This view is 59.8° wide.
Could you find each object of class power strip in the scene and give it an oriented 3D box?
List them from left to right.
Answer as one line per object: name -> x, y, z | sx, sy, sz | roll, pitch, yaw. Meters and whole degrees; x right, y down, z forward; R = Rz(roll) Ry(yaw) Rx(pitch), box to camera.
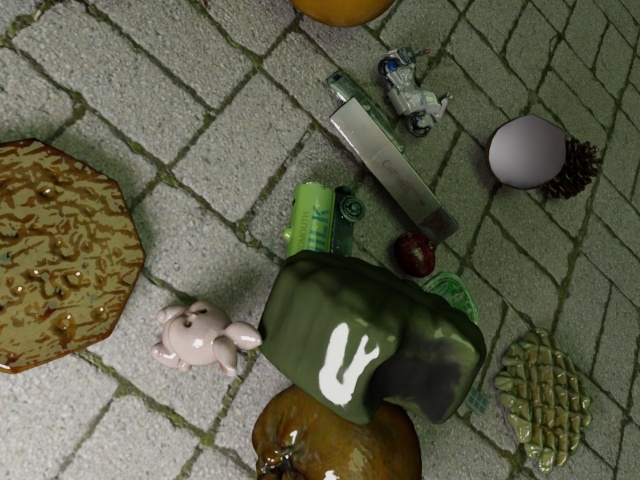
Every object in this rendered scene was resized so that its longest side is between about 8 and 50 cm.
power strip -> 0.340, 0.352, 1.242 | 0.090, 0.016, 0.040 | 43, 58, -14

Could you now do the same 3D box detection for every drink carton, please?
drink carton -> 0.220, 0.154, 1.152 | 0.144, 0.142, 0.146 | -29, 91, -32

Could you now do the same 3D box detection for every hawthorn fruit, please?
hawthorn fruit -> 0.043, 0.367, 0.914 | 0.300, 0.267, 0.268 | 14, 68, -32

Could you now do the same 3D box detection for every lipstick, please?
lipstick -> 0.164, -0.151, 1.233 | 0.371, 0.076, 0.080 | 48, 13, -11

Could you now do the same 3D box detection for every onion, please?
onion -> 0.211, 0.028, 1.216 | 0.107, 0.097, 0.107 | 32, 44, -36

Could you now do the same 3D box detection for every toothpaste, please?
toothpaste -> 0.114, -0.277, 1.276 | 0.069, 0.047, 0.268 | -44, 98, -15

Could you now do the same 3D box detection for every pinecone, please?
pinecone -> 0.694, -0.207, 1.546 | 0.162, 0.165, 0.163 | 11, 62, -22

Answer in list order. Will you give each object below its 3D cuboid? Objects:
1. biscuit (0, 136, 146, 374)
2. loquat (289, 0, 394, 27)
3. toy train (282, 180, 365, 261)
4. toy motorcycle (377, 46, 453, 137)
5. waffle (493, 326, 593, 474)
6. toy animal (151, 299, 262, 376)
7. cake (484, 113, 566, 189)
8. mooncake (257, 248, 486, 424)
biscuit -> -0.445, 0.015, 0.835 | 0.358, 0.046, 0.360 | 10, 70, -30
loquat -> 0.047, -0.626, 1.185 | 0.328, 0.328, 0.329 | 10, 70, -29
toy train -> 0.000, 0.000, 1.096 | 0.157, 0.105, 0.254 | 13, 70, -16
toy motorcycle -> 0.230, -0.365, 1.346 | 0.150, 0.102, 0.221 | -29, 92, -23
waffle -> 0.545, 0.375, 1.341 | 0.291, 0.056, 0.309 | -31, 92, -34
toy animal -> -0.179, 0.142, 0.867 | 0.124, 0.212, 0.125 | 11, 72, -37
cake -> 0.535, -0.232, 1.449 | 0.185, 0.207, 0.178 | 59, 28, -2
mooncake -> 0.078, 0.143, 0.890 | 0.351, 0.351, 0.188 | 15, 100, -28
